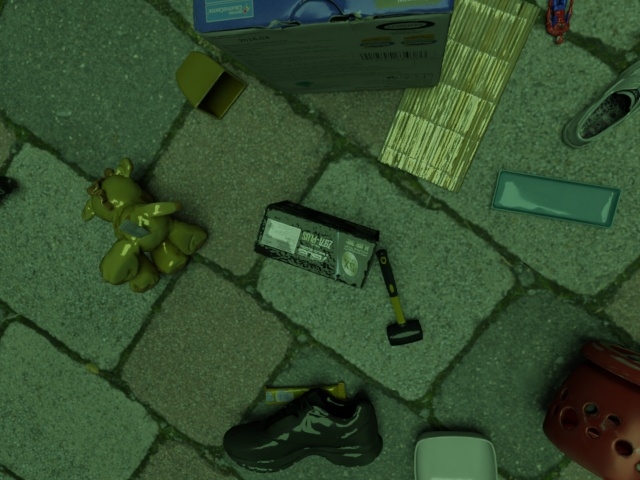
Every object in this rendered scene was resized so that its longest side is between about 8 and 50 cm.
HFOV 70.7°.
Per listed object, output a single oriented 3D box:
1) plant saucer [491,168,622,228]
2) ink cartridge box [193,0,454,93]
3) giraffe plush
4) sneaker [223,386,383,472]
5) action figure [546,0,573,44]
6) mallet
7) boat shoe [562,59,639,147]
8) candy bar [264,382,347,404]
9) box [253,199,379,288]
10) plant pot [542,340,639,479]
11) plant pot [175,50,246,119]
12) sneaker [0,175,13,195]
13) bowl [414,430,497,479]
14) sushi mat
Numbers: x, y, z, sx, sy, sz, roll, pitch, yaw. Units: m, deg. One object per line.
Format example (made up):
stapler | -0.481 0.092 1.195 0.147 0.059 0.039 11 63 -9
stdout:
plant saucer | 0.383 -0.069 0.740 0.192 0.018 0.067 10 100 6
ink cartridge box | 0.024 -0.295 0.556 0.270 0.395 0.151 1 99 12
giraffe plush | -0.328 -0.037 0.783 0.181 0.210 0.170 -37 65 -18
sneaker | -0.035 0.330 0.815 0.286 0.109 0.130 -6 106 0
action figure | 0.366 -0.362 0.693 0.038 0.030 0.115 -5 100 4
mallet | 0.118 0.102 0.771 0.062 0.039 0.189 -22 112 12
boat shoe | 0.456 -0.213 0.683 0.184 0.063 0.066 -35 92 12
candy bar | -0.032 0.292 0.855 0.161 0.018 0.040 -5 99 9
box | 0.000 0.000 0.740 0.180 0.147 0.077 19 101 4
plant pot | 0.470 0.264 0.692 0.191 0.191 0.174 20 98 5
plant pot | -0.194 -0.270 0.764 0.083 0.081 0.081 44 102 11
sneaker | -0.666 -0.072 0.875 0.178 0.072 0.077 -11 109 18
bowl | 0.240 0.406 0.815 0.142 0.053 0.142 -3 99 8
sushi mat | 0.220 -0.250 0.736 0.151 0.019 0.316 22 101 5
